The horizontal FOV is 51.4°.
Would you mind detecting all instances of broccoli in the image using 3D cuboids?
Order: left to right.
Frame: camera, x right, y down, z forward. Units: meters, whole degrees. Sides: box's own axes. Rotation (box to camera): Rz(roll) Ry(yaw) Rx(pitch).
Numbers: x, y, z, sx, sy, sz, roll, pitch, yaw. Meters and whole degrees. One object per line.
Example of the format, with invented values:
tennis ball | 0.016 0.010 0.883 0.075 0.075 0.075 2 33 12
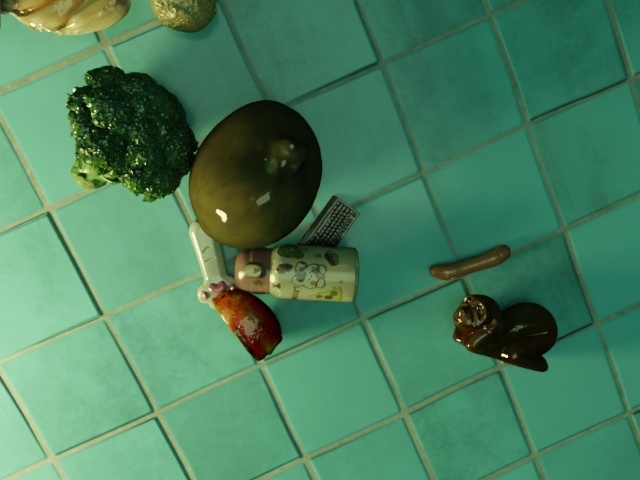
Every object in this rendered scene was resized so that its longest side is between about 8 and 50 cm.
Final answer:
broccoli | -0.373 -0.187 1.261 0.270 0.270 0.270 -34 105 31

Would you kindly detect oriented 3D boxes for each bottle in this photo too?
bottle | -0.051 0.066 1.377 0.254 0.120 0.120 2 100 -4

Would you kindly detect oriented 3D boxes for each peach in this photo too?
peach | -0.144 0.168 1.395 0.093 0.127 0.172 -33 101 -5

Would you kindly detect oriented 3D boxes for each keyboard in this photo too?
keyboard | 0.000 0.000 1.438 0.074 0.015 0.196 36 94 -11

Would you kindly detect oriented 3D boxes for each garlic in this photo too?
garlic | -0.487 -0.483 1.243 0.228 0.110 0.217 -19 92 -4

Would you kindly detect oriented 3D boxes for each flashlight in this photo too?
flashlight | -0.228 0.048 1.402 0.093 0.047 0.200 -13 103 -6

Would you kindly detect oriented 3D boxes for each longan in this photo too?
longan | -0.117 -0.123 1.272 0.243 0.300 0.300 20 98 -33

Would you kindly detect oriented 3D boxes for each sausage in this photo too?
sausage | 0.334 0.053 1.476 0.187 0.043 0.043 -16 102 -4

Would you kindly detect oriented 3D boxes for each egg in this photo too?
egg | -0.267 -0.459 1.266 0.140 0.118 0.116 32 101 1

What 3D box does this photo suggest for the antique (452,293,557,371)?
antique | 0.407 0.195 1.472 0.257 0.121 0.143 16 96 -11
